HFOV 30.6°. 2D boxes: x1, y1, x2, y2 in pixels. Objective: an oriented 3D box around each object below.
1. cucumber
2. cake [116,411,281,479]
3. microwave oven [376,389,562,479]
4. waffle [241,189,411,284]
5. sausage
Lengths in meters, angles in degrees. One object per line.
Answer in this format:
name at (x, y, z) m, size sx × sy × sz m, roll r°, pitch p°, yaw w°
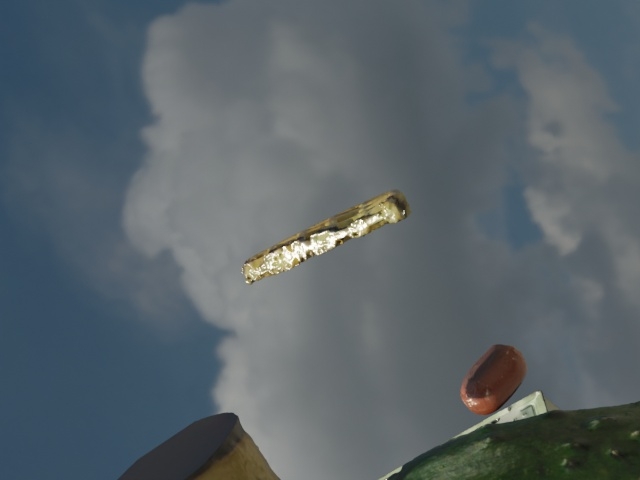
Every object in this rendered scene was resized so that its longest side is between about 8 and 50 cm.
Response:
cucumber at (0.205, 0.260, 1.178) m, size 0.105 × 0.326 × 0.145 m, roll -50°, pitch -53°, yaw -78°
cake at (-0.115, 0.305, 1.232) m, size 0.178 × 0.185 × 0.207 m, roll 55°, pitch -152°, yaw -12°
microwave oven at (0.244, 0.449, 1.603) m, size 0.333 × 0.394 × 0.247 m, roll 36°, pitch -150°, yaw -37°
waffle at (0.000, 0.000, 0.916) m, size 0.023 × 0.153 × 0.097 m, roll 65°, pitch -173°, yaw -3°
sausage at (0.209, 0.168, 1.426) m, size 0.094 × 0.059 × 0.054 m, roll -47°, pitch -56°, yaw -7°
